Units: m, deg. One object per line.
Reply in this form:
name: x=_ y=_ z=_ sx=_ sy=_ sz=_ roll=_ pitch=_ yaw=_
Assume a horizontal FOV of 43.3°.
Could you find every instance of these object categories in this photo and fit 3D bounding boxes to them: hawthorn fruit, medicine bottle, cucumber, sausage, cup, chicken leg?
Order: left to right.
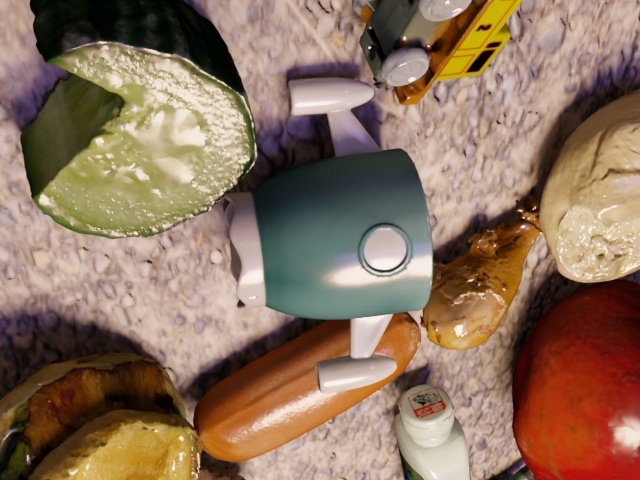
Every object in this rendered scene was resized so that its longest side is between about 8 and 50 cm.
cucumber: x=-0.146 y=-0.101 z=0.644 sx=0.191 sy=0.130 sz=0.191 roll=-8 pitch=129 yaw=-10
sausage: x=-0.013 y=0.157 z=0.899 sx=0.274 sy=0.105 sz=0.105 roll=-29 pitch=131 yaw=-2
cup: x=0.000 y=0.000 z=0.758 sx=0.173 sy=0.167 sz=0.300 roll=-8 pitch=101 yaw=-8
medicine bottle: x=0.147 y=0.284 z=1.049 sx=0.083 sy=0.121 sz=0.229 roll=-21 pitch=129 yaw=-8
chicken leg: x=0.183 y=0.031 z=0.913 sx=0.207 sy=0.101 sz=0.085 roll=-52 pitch=135 yaw=-10
hawthorn fruit: x=0.358 y=0.207 z=1.004 sx=0.265 sy=0.265 sz=0.307 roll=1 pitch=128 yaw=-25

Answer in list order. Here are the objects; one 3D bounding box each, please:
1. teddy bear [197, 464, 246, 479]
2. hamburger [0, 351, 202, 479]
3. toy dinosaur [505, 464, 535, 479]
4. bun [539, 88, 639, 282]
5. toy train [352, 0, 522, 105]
teddy bear: x=-0.160 y=0.348 z=0.956 sx=0.177 sy=0.140 sz=0.190 roll=33 pitch=98 yaw=-35
hamburger: x=-0.240 y=0.249 z=0.791 sx=0.265 sy=0.134 sz=0.285 roll=9 pitch=105 yaw=-66
toy dinosaur: x=0.269 y=0.421 z=1.236 sx=0.292 sy=0.079 sz=0.120 roll=-40 pitch=132 yaw=2
bun: x=0.344 y=-0.054 z=0.878 sx=0.210 sy=0.116 sz=0.237 roll=24 pitch=98 yaw=-44
toy train: x=0.107 y=-0.197 z=0.660 sx=0.127 sy=0.089 sz=0.219 roll=-11 pitch=158 yaw=-25
